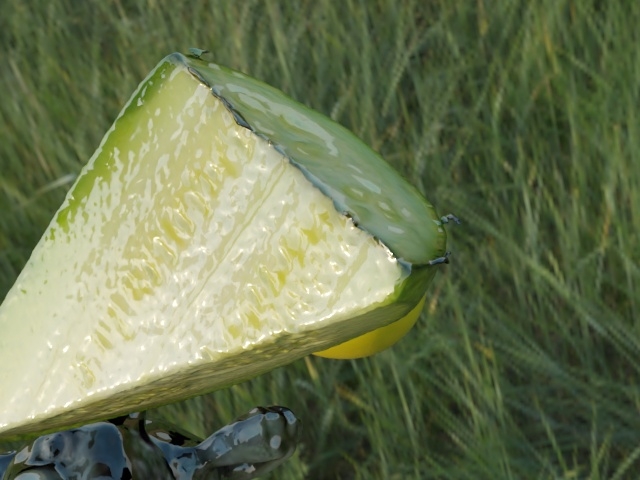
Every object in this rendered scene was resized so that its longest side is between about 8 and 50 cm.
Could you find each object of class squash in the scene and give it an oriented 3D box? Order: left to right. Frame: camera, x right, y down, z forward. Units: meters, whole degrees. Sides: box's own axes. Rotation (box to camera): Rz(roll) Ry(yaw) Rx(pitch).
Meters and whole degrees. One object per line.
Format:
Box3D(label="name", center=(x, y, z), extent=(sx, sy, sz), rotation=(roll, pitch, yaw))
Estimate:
Box3D(label="squash", center=(-0.064, 0.062, 0.755), extent=(0.203, 0.288, 0.111), rotation=(44, 24, 28))

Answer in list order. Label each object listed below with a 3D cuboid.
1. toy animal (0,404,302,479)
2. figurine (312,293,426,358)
Box3D(label="toy animal", center=(-0.169, 0.209, 1.148), extent=(0.303, 0.344, 0.194), rotation=(-32, 75, 2))
Box3D(label="figurine", center=(0.000, 0.000, 1.476), extent=(0.187, 0.215, 0.343), rotation=(-51, 14, 8))
